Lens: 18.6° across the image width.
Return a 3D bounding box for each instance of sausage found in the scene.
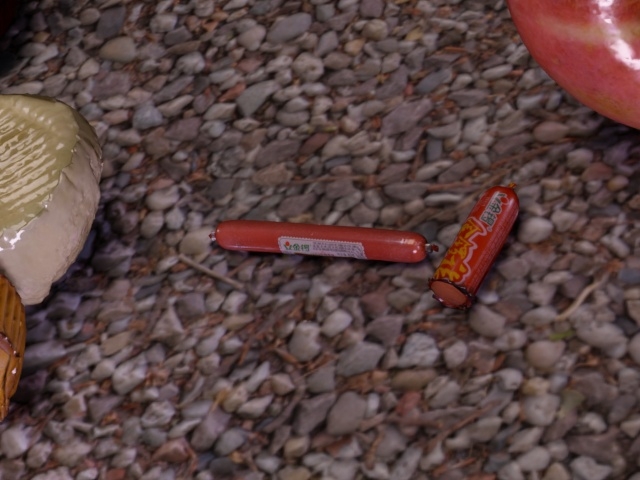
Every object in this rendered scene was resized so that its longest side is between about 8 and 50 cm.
[{"bbox_3d":[0.149,-0.002,1.808,0.145,0.048,0.050,-57,11,-31],"label":"sausage"},{"bbox_3d":[0.000,0.000,1.889,0.253,0.034,0.034,3,50,31],"label":"sausage"}]

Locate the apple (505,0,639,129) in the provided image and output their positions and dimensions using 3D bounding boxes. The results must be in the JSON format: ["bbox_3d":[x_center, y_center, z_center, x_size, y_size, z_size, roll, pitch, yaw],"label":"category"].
[{"bbox_3d":[0.340,-0.281,1.767,0.364,0.364,0.364,-14,43,14],"label":"apple"}]

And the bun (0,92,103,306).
[{"bbox_3d":[-0.334,-0.023,1.995,0.259,0.152,0.259,-10,48,12],"label":"bun"}]

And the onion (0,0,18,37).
[{"bbox_3d":[-0.488,-0.315,2.292,0.276,0.276,0.276,-14,43,14],"label":"onion"}]

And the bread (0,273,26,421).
[{"bbox_3d":[-0.373,0.091,1.868,0.199,0.199,0.104,-14,42,15],"label":"bread"}]
